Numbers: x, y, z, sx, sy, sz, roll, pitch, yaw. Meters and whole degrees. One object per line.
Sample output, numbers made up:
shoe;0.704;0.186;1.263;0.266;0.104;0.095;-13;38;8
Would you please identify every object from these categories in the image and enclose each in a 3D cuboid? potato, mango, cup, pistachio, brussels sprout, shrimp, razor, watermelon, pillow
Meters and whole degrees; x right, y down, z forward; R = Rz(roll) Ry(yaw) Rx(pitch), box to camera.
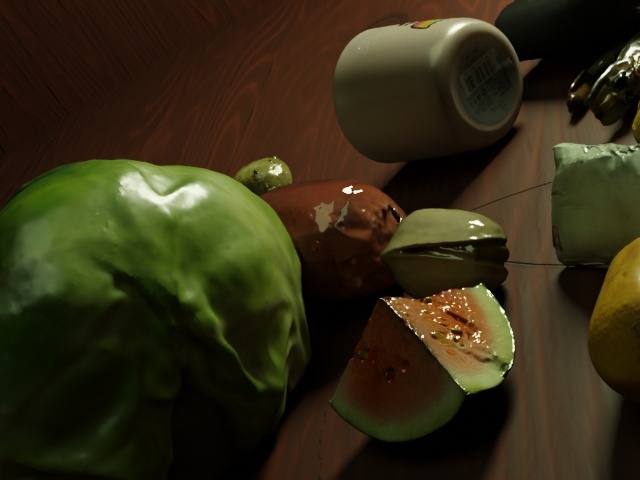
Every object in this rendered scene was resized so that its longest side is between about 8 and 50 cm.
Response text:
potato;-0.098;-0.090;2.005;0.091;0.070;0.138;-44;22;-28
mango;0.286;0.058;1.042;0.147;0.109;0.227;-35;18;12
cup;0.176;-0.208;1.738;0.253;0.191;0.200;-8;5;-39
pistachio;0.137;0.015;1.364;0.149;0.113;0.113;-11;30;48
brussels sprout;-0.222;0.095;1.364;0.342;0.361;0.425;-8;31;43
shrimp;0.374;-0.216;1.605;0.253;0.058;0.173;-45;15;-35
razor;0.386;-0.333;1.719;0.189;0.107;0.327;-36;9;-29
watermelon;0.114;0.115;1.213;0.145;0.137;0.193;-5;-2;-41
pillow;0.296;-0.030;1.213;0.051;0.128;0.229;-10;8;-26

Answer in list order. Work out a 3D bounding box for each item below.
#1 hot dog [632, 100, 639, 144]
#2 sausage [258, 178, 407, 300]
hot dog;0.441;-0.204;1.469;0.088;0.061;0.286;-27;17;50
sausage;0.000;0.000;1.549;0.152;0.152;0.279;-44;22;-25
